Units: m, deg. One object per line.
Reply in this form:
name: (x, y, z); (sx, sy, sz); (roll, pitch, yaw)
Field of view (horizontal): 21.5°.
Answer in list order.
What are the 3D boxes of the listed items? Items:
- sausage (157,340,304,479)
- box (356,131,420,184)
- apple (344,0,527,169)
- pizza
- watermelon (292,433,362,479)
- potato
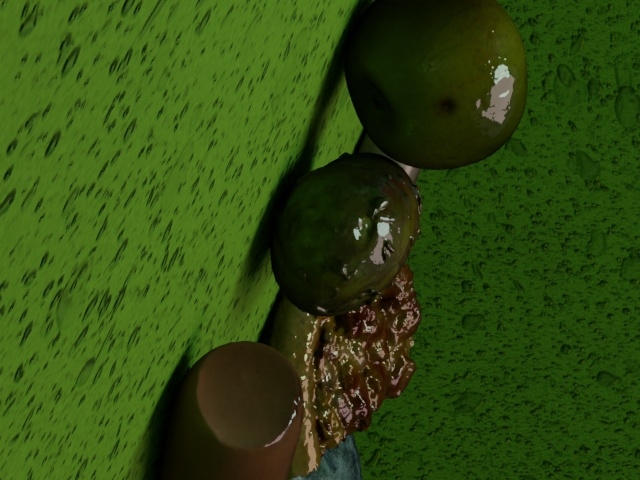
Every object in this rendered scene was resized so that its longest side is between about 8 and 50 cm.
sausage: (-0.089, 0.204, 1.565); (0.304, 0.121, 0.121); (108, 6, -58)
box: (0.084, -0.086, 2.270); (0.146, 0.088, 0.200); (-42, 153, -82)
apple: (0.113, -0.165, 1.687); (0.157, 0.196, 0.196); (-26, 154, -25)
pizza: (0.032, 0.122, 2.104); (0.409, 0.114, 0.278); (-64, 143, -23)
watermelon: (-0.057, 0.305, 2.227); (0.320, 0.213, 0.290); (45, 48, -44)
potato: (0.028, -0.007, 1.725); (0.176, 0.141, 0.298); (-45, 177, 7)
